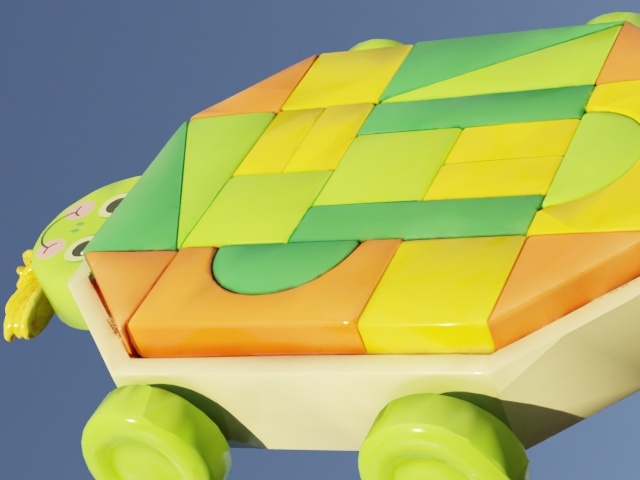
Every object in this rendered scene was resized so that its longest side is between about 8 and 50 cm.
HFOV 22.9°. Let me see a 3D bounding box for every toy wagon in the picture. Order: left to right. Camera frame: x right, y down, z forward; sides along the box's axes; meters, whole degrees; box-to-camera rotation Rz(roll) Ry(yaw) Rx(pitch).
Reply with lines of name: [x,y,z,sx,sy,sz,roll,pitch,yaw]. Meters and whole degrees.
toy wagon: [0.000,0.000,0.652,0.267,0.344,0.068,-58,-44,-45]
